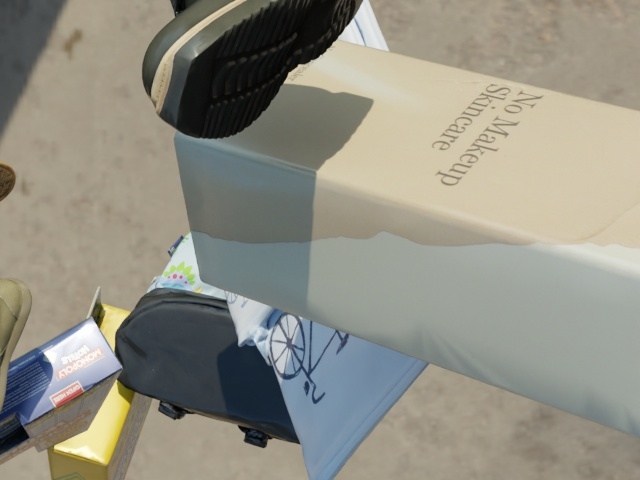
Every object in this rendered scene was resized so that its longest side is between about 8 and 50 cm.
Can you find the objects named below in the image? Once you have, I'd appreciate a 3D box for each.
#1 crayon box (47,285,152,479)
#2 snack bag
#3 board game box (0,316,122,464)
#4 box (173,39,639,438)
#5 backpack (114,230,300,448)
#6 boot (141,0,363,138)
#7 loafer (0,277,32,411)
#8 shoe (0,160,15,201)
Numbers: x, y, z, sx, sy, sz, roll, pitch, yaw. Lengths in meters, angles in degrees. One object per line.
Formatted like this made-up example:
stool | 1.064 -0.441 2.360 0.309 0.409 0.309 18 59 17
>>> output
crayon box | -0.279 0.223 1.709 0.323 0.083 0.203 105 -178 -62
snack bag | 0.000 0.000 1.090 0.323 0.037 0.342 -56 45 45
board game box | -0.281 0.165 1.244 0.060 0.194 0.194 57 165 12
box | 0.083 -0.014 0.787 0.311 0.148 0.121 17 134 27
backpack | -0.049 0.060 1.652 0.290 0.355 0.273 16 111 20
boot | -0.070 -0.126 0.646 0.137 0.198 0.077 30 121 9
loafer | -0.282 0.098 1.070 0.056 0.050 0.148 13 85 36
shoe | -0.502 -0.072 1.721 0.058 0.219 0.076 34 125 38
